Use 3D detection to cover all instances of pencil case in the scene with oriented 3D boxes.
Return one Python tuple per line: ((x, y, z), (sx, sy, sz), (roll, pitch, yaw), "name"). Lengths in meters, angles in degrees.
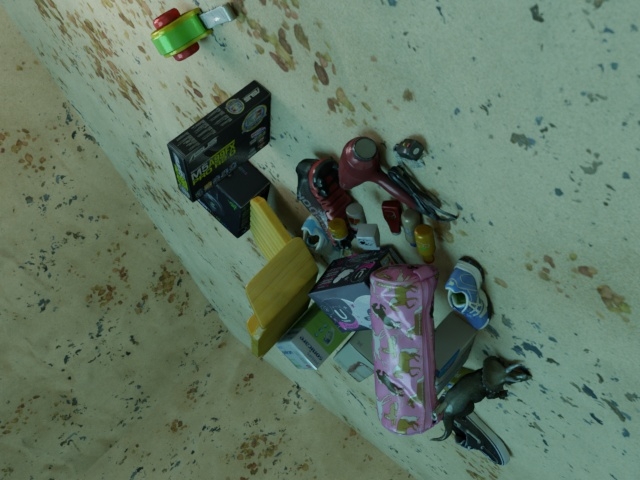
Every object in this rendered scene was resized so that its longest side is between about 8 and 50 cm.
((0.198, 0.240, 1.389), (0.167, 0.160, 0.385), (-2, 100, 17), "pencil case")

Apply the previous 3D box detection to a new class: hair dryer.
((0.127, -0.118, 1.261), (0.294, 0.080, 0.223), (20, 147, 51), "hair dryer")

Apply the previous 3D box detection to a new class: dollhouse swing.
((-0.186, 0.107, 1.780), (0.305, 0.315, 0.347), (40, 159, 10), "dollhouse swing")

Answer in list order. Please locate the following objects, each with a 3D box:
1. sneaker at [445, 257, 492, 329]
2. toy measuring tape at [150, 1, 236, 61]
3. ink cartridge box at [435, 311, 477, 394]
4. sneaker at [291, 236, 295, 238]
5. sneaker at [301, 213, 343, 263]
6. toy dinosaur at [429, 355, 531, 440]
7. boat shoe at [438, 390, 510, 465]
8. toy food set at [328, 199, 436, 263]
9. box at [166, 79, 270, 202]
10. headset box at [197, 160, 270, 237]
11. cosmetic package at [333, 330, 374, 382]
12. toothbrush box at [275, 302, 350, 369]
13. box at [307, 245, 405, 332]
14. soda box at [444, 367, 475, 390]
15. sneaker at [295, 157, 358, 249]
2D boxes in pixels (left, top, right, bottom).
((0.320, 0.131, 1.343), (0.080, 0.081, 0.211), (22, 150, 45), "sneaker")
((-0.309, -0.478, 1.396), (0.330, 0.121, 0.121), (15, 143, 54), "toy measuring tape")
((0.314, 0.298, 1.565), (0.086, 0.148, 0.203), (38, 157, 24), "ink cartridge box")
((-0.063, 0.064, 1.989), (0.094, 0.081, 0.208), (25, 157, 28), "sneaker")
((0.000, 0.000, 1.709), (0.087, 0.092, 0.228), (32, 156, 31), "sneaker")
((0.376, 0.385, 1.536), (0.160, 0.314, 0.121), (36, -158, -51), "toy dinosaur")
((0.468, 0.608, 1.906), (0.301, 0.102, 0.108), (49, 159, -7), "boat shoe")
((0.142, -0.015, 1.352), (0.233, 0.111, 0.104), (1, 140, 19), "toy food set")
((-0.238, -0.236, 1.480), (0.060, 0.270, 0.216), (43, 159, 12), "box")
((-0.293, -0.173, 1.904), (0.246, 0.131, 0.283), (43, 159, 7), "headset box")
((0.154, 0.348, 1.973), (0.129, 0.153, 0.296), (42, 161, 8), "cosmetic package")
((0.013, 0.259, 1.889), (0.122, 0.283, 0.206), (49, 159, -4), "toothbrush box")
((0.115, 0.136, 1.585), (0.163, 0.142, 0.247), (50, 147, -16), "box")
((0.378, 0.396, 1.745), (0.058, 0.061, 0.181), (54, 159, -19), "soda box")
((0.013, -0.095, 1.501), (0.135, 0.098, 0.276), (26, 149, 43), "sneaker")
